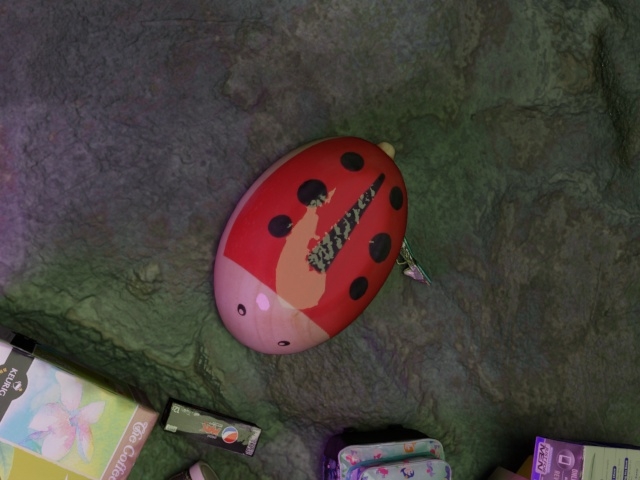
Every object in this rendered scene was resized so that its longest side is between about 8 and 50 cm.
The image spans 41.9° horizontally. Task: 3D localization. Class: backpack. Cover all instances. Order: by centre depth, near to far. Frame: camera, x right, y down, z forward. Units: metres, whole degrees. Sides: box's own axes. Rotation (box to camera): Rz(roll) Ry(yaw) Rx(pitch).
[{"bbox_3d":[0.124,0.479,1.499,0.225,0.191,0.253,-1,94,-18],"label":"backpack"}]

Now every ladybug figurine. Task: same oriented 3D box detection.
[{"bbox_3d":[0.000,0.000,1.474,0.305,0.162,0.449,36,79,-13],"label":"ladybug figurine"}]

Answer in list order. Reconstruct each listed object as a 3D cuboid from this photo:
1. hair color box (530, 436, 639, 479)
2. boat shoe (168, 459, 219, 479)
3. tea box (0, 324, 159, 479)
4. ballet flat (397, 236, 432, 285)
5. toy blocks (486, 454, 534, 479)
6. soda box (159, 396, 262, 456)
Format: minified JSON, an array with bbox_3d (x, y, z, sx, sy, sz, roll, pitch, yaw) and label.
[{"bbox_3d":[0.526,0.473,1.565,0.339,0.110,0.185,17,79,-43],"label":"hair color box"},{"bbox_3d":[-0.169,0.536,1.399,0.097,0.116,0.324,-30,71,1],"label":"boat shoe"},{"bbox_3d":[-0.474,0.333,1.294,0.324,0.220,0.329,28,81,-15],"label":"tea box"},{"bbox_3d":[0.169,0.043,1.594,0.041,0.041,0.114,-34,98,-15],"label":"ballet flat"},{"bbox_3d":[0.346,0.628,1.576,0.381,0.191,0.261,-46,113,-18],"label":"toy blocks"},{"bbox_3d":[-0.192,0.327,1.463,0.169,0.060,0.053,21,82,-15],"label":"soda box"}]
